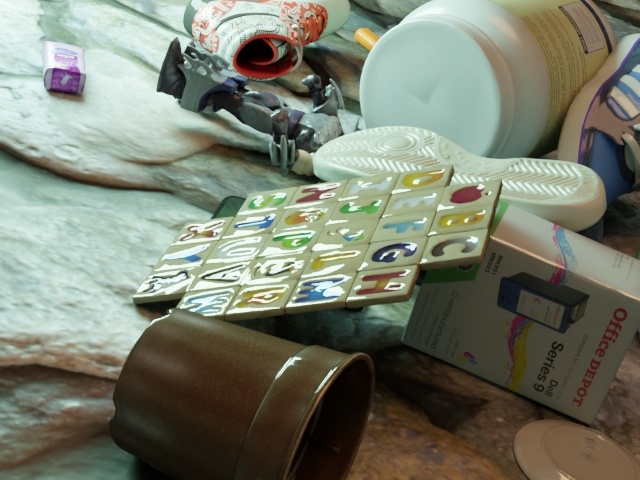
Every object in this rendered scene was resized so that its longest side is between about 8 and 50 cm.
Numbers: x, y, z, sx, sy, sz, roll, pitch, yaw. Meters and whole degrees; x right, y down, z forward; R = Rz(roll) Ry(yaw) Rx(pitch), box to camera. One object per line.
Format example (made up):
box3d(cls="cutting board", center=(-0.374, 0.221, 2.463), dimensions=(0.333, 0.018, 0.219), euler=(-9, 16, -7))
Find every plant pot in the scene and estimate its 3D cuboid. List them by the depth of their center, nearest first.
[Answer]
box3d(cls="plant pot", center=(-0.067, 0.140, 1.102), dimensions=(0.165, 0.167, 0.167), euler=(20, 27, 20))

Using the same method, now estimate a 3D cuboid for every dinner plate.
box3d(cls="dinner plate", center=(0.250, 0.210, 1.305), dimensions=(0.141, 0.017, 0.141), euler=(16, 27, -8))

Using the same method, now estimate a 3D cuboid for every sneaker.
box3d(cls="sneaker", center=(0.143, -0.022, 1.521), dimensions=(0.350, 0.148, 0.131), euler=(17, 40, 34))
box3d(cls="sneaker", center=(0.448, -0.148, 1.708), dimensions=(0.236, 0.130, 0.323), euler=(6, 48, 35))
box3d(cls="sneaker", center=(-0.043, -0.282, 1.919), dimensions=(0.270, 0.090, 0.145), euler=(-8, 39, -34))

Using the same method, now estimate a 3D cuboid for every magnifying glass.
box3d(cls="magnifying glass", center=(0.124, -0.249, 2.031), dimensions=(0.092, 0.026, 0.231), euler=(-5, 39, -37))

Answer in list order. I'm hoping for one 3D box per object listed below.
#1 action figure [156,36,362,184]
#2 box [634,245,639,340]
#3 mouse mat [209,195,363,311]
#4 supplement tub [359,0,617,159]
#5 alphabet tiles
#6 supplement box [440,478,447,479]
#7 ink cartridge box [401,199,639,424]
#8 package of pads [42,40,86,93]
box3d(cls="action figure", center=(-0.054, -0.150, 1.673), dimensions=(0.285, 0.099, 0.185), euler=(26, 24, 6))
box3d(cls="box", center=(0.402, 0.010, 1.567), dimensions=(0.038, 0.186, 0.145), euler=(14, 29, -4))
box3d(cls="mouse mat", center=(-0.032, 0.011, 1.494), dimensions=(0.189, 0.007, 0.153), euler=(21, 28, 2))
box3d(cls="supplement tub", center=(0.220, -0.206, 1.786), dimensions=(0.235, 0.235, 0.325), euler=(32, 31, 23))
box3d(cls="alphabet tiles", center=(0.000, 0.000, 1.343), dimensions=(0.342, 0.011, 0.285), euler=(-7, 24, 18))
box3d(cls="supplement box", center=(0.046, 0.264, 1.022), dimensions=(0.080, 0.078, 0.233), euler=(33, 32, 24))
box3d(cls="ink cartridge box", center=(0.208, 0.065, 1.388), dimensions=(0.212, 0.154, 0.093), euler=(23, 29, 7))
box3d(cls="package of pads", center=(-0.313, -0.211, 1.688), dimensions=(0.050, 0.032, 0.083), euler=(7, 30, -16))
